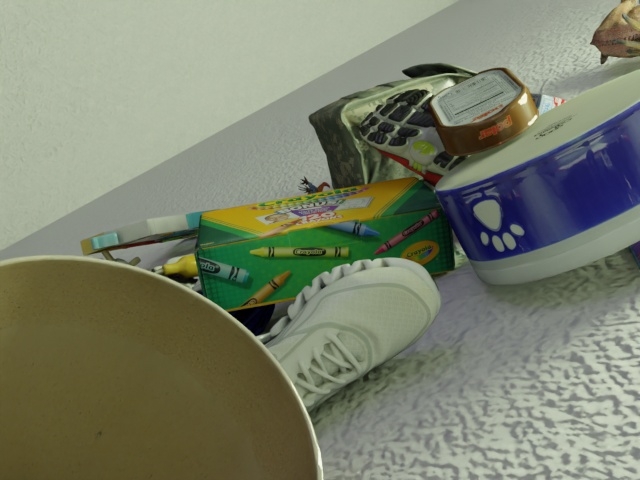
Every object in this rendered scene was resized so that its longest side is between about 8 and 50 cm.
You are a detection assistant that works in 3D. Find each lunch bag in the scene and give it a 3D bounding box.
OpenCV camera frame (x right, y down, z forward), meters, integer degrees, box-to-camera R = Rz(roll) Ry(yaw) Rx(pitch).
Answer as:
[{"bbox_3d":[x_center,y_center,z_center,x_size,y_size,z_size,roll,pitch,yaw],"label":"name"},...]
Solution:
[{"bbox_3d":[0.153,-0.182,1.321,0.287,0.169,0.235,-21,11,-8],"label":"lunch bag"}]

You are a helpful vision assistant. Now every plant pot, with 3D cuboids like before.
[{"bbox_3d":[-0.166,0.177,0.566,0.191,0.284,0.284,-59,-4,33],"label":"plant pot"}]

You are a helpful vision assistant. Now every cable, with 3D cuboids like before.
[{"bbox_3d":[-0.262,0.057,1.198,0.139,0.072,0.287,-25,-18,39],"label":"cable"}]

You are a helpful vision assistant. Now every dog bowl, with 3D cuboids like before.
[{"bbox_3d":[0.248,-0.066,0.828,0.264,0.104,0.265,-29,7,4],"label":"dog bowl"}]

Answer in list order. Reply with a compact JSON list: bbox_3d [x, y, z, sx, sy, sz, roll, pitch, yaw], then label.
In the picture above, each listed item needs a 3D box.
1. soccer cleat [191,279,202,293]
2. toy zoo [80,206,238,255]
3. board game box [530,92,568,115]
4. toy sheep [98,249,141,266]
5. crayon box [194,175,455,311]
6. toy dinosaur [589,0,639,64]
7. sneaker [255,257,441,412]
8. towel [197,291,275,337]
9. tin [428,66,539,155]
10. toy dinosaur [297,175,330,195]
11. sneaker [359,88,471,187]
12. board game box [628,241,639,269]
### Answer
[{"bbox_3d":[-0.101,0.055,1.151,0.196,0.068,0.076,-24,19,34],"label":"soccer cleat"},{"bbox_3d":[-0.296,-0.016,1.552,0.192,0.030,0.293,-14,-2,39],"label":"toy zoo"},{"bbox_3d":[0.277,-0.143,1.057,0.194,0.060,0.194,10,9,-8],"label":"board game box"},{"bbox_3d":[-0.369,0.068,1.482,0.132,0.091,0.091,-37,17,-5],"label":"toy sheep"},{"bbox_3d":[0.000,0.000,0.995,0.278,0.081,0.165,-10,16,-3],"label":"crayon box"},{"bbox_3d":[0.495,-0.322,1.315,0.200,0.127,0.295,-41,15,-23],"label":"toy dinosaur"},{"bbox_3d":[-0.020,0.117,0.766,0.292,0.110,0.118,-30,22,17],"label":"sneaker"},{"bbox_3d":[-0.218,0.139,1.061,0.308,0.076,0.227,-14,13,39],"label":"towel"},{"bbox_3d":[0.175,-0.145,0.946,0.106,0.040,0.190,-28,20,10],"label":"tin"},{"bbox_3d":[-0.011,-0.084,1.495,0.090,0.047,0.082,-20,32,-16],"label":"toy dinosaur"},{"bbox_3d":[0.148,-0.103,1.088,0.107,0.118,0.279,-38,39,-7],"label":"sneaker"},{"bbox_3d":[0.335,-0.021,0.748,0.133,0.033,0.169,-22,17,17],"label":"board game box"}]
